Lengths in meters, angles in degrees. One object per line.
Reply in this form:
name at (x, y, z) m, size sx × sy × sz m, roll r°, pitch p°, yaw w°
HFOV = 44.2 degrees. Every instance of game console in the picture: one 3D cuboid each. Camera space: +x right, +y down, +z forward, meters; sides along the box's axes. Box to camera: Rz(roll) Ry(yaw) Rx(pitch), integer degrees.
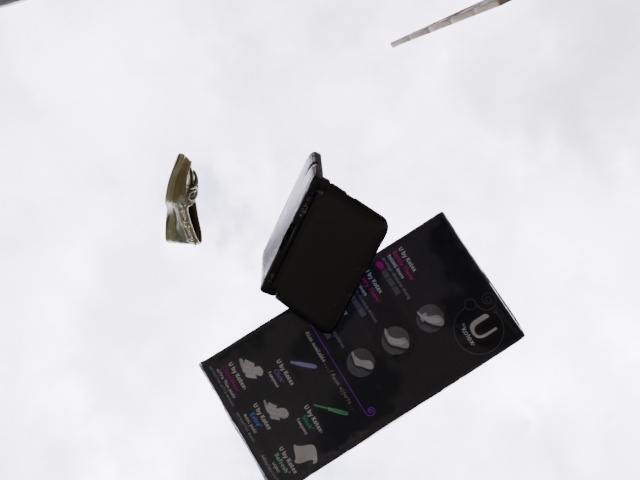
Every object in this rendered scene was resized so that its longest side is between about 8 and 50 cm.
game console at (0.000, 0.000, 0.703) m, size 0.071 × 0.107 × 0.122 m, roll 22°, pitch -67°, yaw -13°

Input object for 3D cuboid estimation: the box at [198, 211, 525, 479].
box at (0.041, 0.114, 0.785) m, size 0.270 × 0.165 × 0.143 m, roll -32°, pitch -101°, yaw -3°

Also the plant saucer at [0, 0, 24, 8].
plant saucer at (-0.406, -0.412, 0.827) m, size 0.400 × 0.400 × 0.101 m, roll -20°, pitch -113°, yaw -9°

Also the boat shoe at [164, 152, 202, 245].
boat shoe at (-0.173, -0.050, 1.020) m, size 0.048 × 0.153 × 0.056 m, roll 11°, pitch -135°, yaw -3°

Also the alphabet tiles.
alphabet tiles at (0.207, -0.257, 0.804) m, size 0.198 × 0.237 × 0.009 m, roll -29°, pitch -77°, yaw -21°
